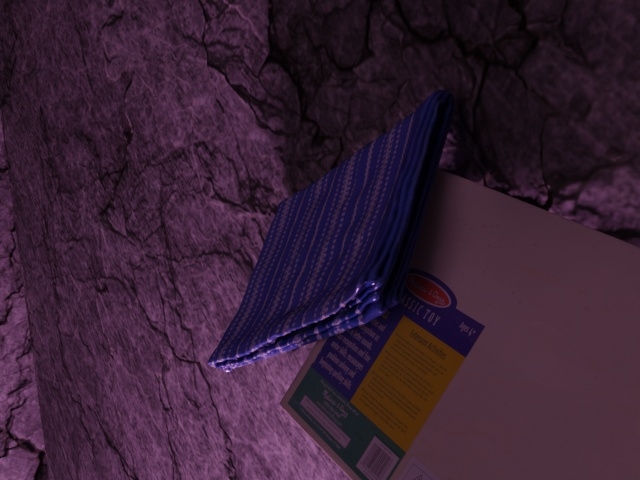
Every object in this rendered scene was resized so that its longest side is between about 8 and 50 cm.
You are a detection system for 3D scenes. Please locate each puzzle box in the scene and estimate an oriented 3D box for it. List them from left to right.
[{"bbox_3d":[0.149,0.113,0.618,0.272,0.052,0.409,-58,37,1],"label":"puzzle box"}]

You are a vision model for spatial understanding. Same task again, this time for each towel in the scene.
[{"bbox_3d":[0.000,0.000,0.831,0.336,0.040,0.243,-29,34,54],"label":"towel"}]
